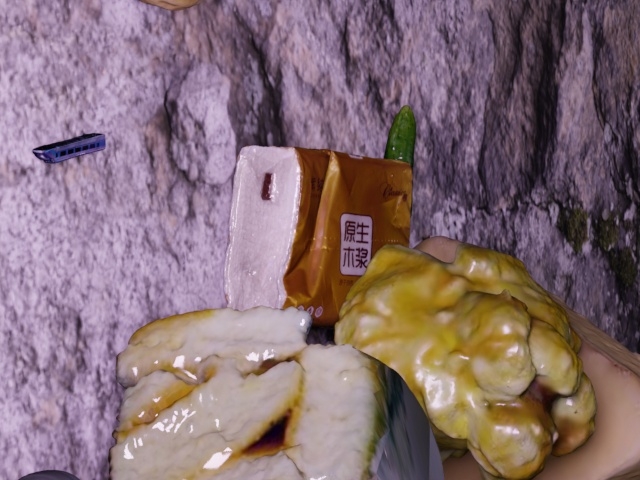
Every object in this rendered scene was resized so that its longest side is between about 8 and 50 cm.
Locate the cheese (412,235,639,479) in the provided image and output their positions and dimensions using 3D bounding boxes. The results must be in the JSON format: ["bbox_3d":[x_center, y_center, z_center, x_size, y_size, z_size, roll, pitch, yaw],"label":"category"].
[{"bbox_3d":[0.182,0.218,1.941,0.104,0.384,0.384,9,83,-49],"label":"cheese"}]

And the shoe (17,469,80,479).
[{"bbox_3d":[-0.230,0.316,1.469,0.093,0.108,0.241,-15,96,-52],"label":"shoe"}]

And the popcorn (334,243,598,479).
[{"bbox_3d":[0.151,0.128,1.749,0.276,0.276,0.226,-51,138,-42],"label":"popcorn"}]

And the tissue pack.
[{"bbox_3d":[0.000,0.000,1.803,0.226,0.092,0.183,6,86,-57],"label":"tissue pack"}]

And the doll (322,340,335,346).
[{"bbox_3d":[0.021,0.163,1.863,0.135,0.071,0.113,17,69,-50],"label":"doll"}]

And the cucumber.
[{"bbox_3d":[0.087,-0.073,1.973,0.039,0.039,0.168,20,72,-54],"label":"cucumber"}]

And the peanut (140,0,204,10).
[{"bbox_3d":[-0.182,-0.281,1.526,0.263,0.101,0.117,20,54,-51],"label":"peanut"}]

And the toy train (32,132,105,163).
[{"bbox_3d":[-0.221,-0.080,1.543,0.083,0.017,0.017,-22,116,-53],"label":"toy train"}]

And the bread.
[{"bbox_3d":[-0.031,0.253,1.519,0.395,0.264,0.239,-89,164,-47],"label":"bread"}]
